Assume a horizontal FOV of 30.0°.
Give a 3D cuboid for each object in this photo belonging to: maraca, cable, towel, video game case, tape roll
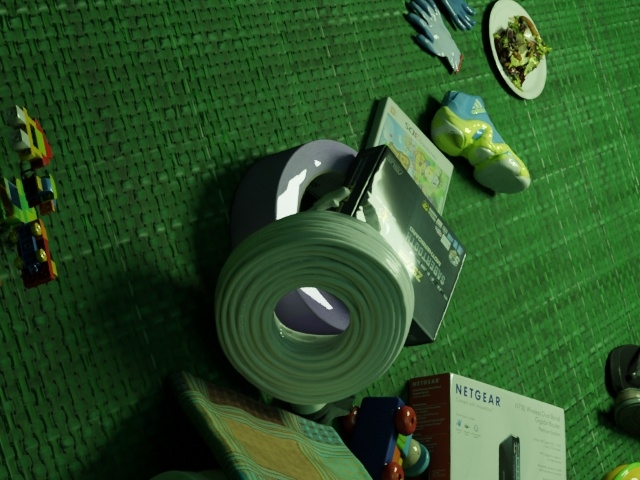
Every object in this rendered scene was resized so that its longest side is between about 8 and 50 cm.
[{"bbox_3d":[0.539,0.481,2.174,0.185,0.099,0.127,-38,126,-28],"label":"maraca"},{"bbox_3d":[-0.007,0.089,1.527,0.257,0.257,0.089,60,12,-22],"label":"cable"},{"bbox_3d":[-0.012,0.280,1.398,0.271,0.370,0.040,27,99,-33],"label":"towel"},{"bbox_3d":[0.136,-0.094,1.930,0.193,0.023,0.212,42,50,-34],"label":"video game case"},{"bbox_3d":[0.000,0.000,1.691,0.275,0.090,0.275,17,67,-46],"label":"tape roll"}]

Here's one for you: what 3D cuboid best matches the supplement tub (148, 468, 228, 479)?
[{"bbox_3d":[-0.083,0.373,1.399,0.272,0.191,0.191,23,62,-44],"label":"supplement tub"}]

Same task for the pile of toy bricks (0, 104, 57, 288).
[{"bbox_3d":[-0.335,-0.029,1.314,0.105,0.118,0.212,55,18,-65],"label":"pile of toy bricks"}]

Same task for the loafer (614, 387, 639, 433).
[{"bbox_3d":[0.638,0.333,2.354,0.267,0.096,0.084,35,37,-47],"label":"loafer"}]

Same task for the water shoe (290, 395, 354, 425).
[{"bbox_3d":[0.024,0.202,1.688,0.203,0.073,0.080,-34,126,-44],"label":"water shoe"}]

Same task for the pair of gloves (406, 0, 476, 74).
[{"bbox_3d":[0.217,-0.401,2.121,0.159,0.023,0.198,45,49,-34],"label":"pair of gloves"}]

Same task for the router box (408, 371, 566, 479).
[{"bbox_3d":[0.269,0.389,1.893,0.335,0.082,0.301,21,63,-44],"label":"router box"}]

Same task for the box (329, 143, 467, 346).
[{"bbox_3d":[0.106,0.009,1.696,0.233,0.059,0.183,50,47,-27],"label":"box"}]

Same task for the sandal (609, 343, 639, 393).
[{"bbox_3d":[0.653,0.249,2.408,0.254,0.054,0.097,-8,85,-50],"label":"sandal"}]

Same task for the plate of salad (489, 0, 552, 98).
[{"bbox_3d":[0.387,-0.370,2.291,0.200,0.048,0.200,18,66,-46],"label":"plate of salad"}]

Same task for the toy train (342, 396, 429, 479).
[{"bbox_3d":[0.083,0.358,1.682,0.143,0.105,0.248,53,43,-44],"label":"toy train"}]

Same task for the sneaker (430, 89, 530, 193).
[{"bbox_3d":[0.289,-0.181,2.084,0.240,0.091,0.126,34,54,-38],"label":"sneaker"}]
